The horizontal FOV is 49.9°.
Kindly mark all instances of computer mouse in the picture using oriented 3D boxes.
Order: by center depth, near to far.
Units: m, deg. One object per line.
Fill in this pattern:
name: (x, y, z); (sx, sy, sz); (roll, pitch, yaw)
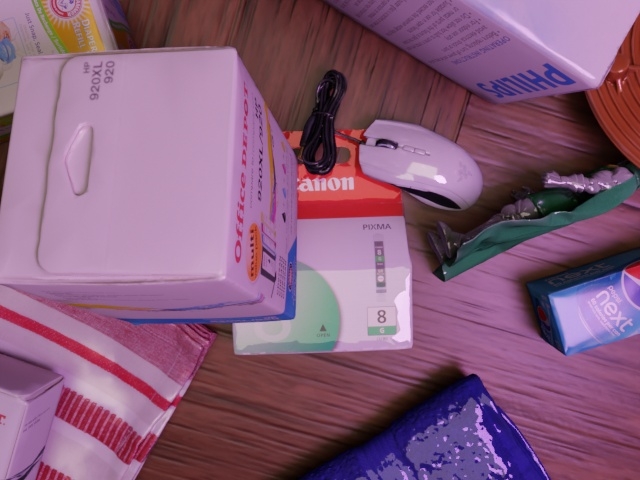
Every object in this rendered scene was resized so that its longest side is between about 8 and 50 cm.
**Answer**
computer mouse: (0.077, -0.090, 0.679); (0.193, 0.042, 0.106); (20, 74, -4)

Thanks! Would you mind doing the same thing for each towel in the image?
towel: (-0.287, 0.180, 0.717); (0.237, 0.037, 0.329); (29, 94, -2)
towel: (0.095, 0.306, 0.719); (0.308, 0.076, 0.227); (-33, 88, 3)

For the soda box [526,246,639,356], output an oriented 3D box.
soda box: (0.326, 0.047, 0.692); (0.210, 0.071, 0.067); (-18, 95, 1)

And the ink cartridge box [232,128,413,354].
ink cartridge box: (0.000, 0.000, 0.696); (0.181, 0.056, 0.224); (-2, 96, -1)

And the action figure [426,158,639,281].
action figure: (0.222, -0.033, 0.674); (0.232, 0.137, 0.063); (-20, 82, -7)

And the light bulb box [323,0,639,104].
light bulb box: (0.123, -0.355, 0.560); (0.361, 0.225, 0.358); (28, 94, -10)

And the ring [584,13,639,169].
ring: (0.412, -0.186, 0.618); (0.337, 0.032, 0.336); (-5, 72, 17)

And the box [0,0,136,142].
box: (-0.281, -0.163, 0.646); (0.203, 0.114, 0.103); (-18, 94, 1)

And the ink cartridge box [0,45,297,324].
ink cartridge box: (-0.121, -0.028, 0.571); (0.168, 0.232, 0.171); (-2, 77, 9)

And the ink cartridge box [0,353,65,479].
ink cartridge box: (-0.357, 0.211, 0.663); (0.153, 0.087, 0.208); (19, 97, 2)
